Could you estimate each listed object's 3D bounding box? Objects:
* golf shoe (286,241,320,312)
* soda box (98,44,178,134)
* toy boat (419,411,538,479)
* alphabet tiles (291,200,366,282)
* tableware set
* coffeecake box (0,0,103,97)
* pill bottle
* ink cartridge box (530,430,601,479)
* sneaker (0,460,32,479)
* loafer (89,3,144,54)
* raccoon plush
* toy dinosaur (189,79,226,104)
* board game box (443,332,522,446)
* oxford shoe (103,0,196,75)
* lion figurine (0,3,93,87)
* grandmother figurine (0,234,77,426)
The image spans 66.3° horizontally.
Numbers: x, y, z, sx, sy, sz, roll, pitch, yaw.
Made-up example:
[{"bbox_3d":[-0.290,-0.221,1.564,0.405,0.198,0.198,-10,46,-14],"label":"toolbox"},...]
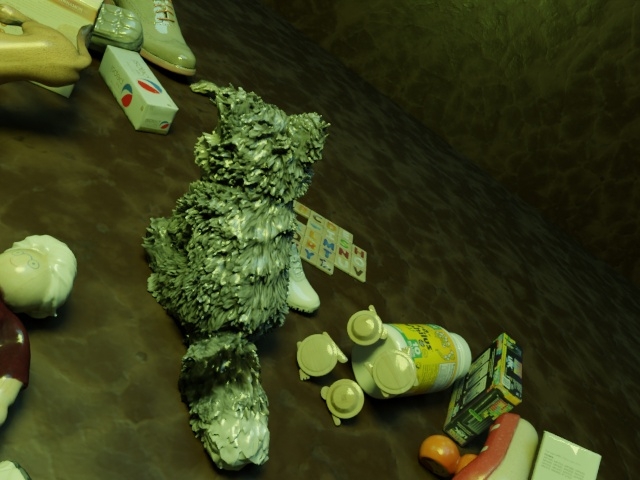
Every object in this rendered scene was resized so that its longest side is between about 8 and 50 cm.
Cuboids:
[{"bbox_3d":[-0.059,0.047,0.850,0.176,0.086,0.069,43,28,8],"label":"golf shoe"},{"bbox_3d":[-0.389,-0.319,1.038,0.073,0.069,0.216,-3,47,-50],"label":"soda box"},{"bbox_3d":[0.214,0.335,0.709,0.151,0.151,0.231,16,17,29],"label":"toy boat"},{"bbox_3d":[0.000,0.000,1.063,0.237,0.009,0.198,30,29,-11],"label":"alphabet tiles"},{"bbox_3d":[0.052,0.183,0.731,0.141,0.168,0.020,61,-3,27],"label":"tableware set"},{"bbox_3d":[-0.496,-0.378,0.884,0.142,0.186,0.068,21,32,-27],"label":"coffeecake box"},{"bbox_3d":[0.163,0.201,0.835,0.208,0.118,0.118,9,39,-40],"label":"pill bottle"},{"bbox_3d":[0.316,0.362,0.664,0.072,0.175,0.127,16,-16,29],"label":"ink cartridge box"},{"bbox_3d":[-0.207,0.296,0.341,0.110,0.107,0.275,-29,63,-38],"label":"sneaker"},{"bbox_3d":[-0.551,-0.477,1.066,0.319,0.111,0.112,16,68,-13],"label":"loafer"},{"bbox_3d":[-0.068,0.015,0.650,0.216,0.299,0.447,3,44,-40],"label":"raccoon plush"},{"bbox_3d":[-0.212,-0.342,1.279,0.268,0.064,0.118,29,23,-20],"label":"toy dinosaur"},{"bbox_3d":[0.289,0.259,0.864,0.048,0.141,0.170,39,29,7],"label":"board game box"},{"bbox_3d":[-0.441,-0.583,1.284,0.397,0.147,0.140,48,30,19],"label":"oxford shoe"},{"bbox_3d":[-0.473,-0.254,0.691,0.392,0.142,0.240,-30,44,-32],"label":"lion figurine"},{"bbox_3d":[-0.359,0.092,0.443,0.208,0.104,0.342,44,31,-5],"label":"grandmother figurine"}]
